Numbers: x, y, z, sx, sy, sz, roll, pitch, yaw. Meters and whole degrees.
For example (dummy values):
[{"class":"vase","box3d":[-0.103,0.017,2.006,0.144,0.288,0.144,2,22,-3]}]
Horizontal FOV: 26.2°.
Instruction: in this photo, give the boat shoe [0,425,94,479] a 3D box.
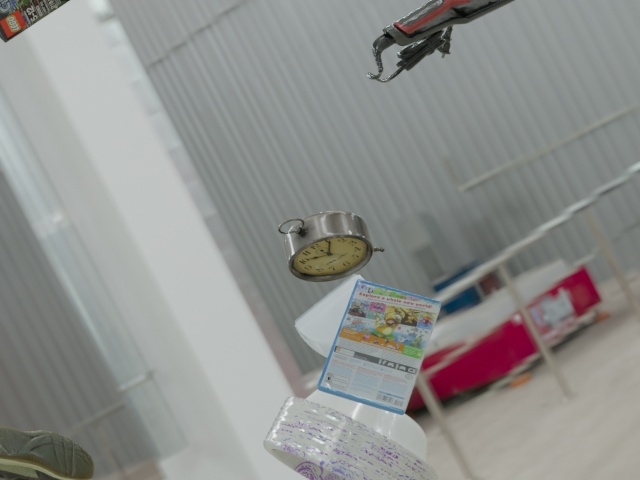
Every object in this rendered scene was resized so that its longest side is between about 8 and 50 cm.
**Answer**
[{"class":"boat shoe","box3d":[-0.462,0.346,2.169,0.224,0.080,0.073,22,-50,-41]}]

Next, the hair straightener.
[{"class":"hair straightener","box3d":[0.134,-0.223,1.474,0.230,0.047,0.089,-39,-36,-27]}]

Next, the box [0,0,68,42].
[{"class":"box","box3d":[-0.391,-0.387,1.761,0.159,0.044,0.233,-38,-36,-15]}]

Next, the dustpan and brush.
[{"class":"dustpan and brush","box3d":[0.070,0.167,2.297,0.147,0.060,0.211,-38,45,-6]}]

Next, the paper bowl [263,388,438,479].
[{"class":"paper bowl","box3d":[0.061,0.340,2.260,0.148,0.284,0.284,-62,12,-17]}]

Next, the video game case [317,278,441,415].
[{"class":"video game case","box3d":[0.078,0.138,1.810,0.015,0.119,0.166,80,-152,-61]}]

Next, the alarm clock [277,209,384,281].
[{"class":"alarm clock","box3d":[0.000,0.000,2.040,0.129,0.064,0.192,-28,-30,24]}]
